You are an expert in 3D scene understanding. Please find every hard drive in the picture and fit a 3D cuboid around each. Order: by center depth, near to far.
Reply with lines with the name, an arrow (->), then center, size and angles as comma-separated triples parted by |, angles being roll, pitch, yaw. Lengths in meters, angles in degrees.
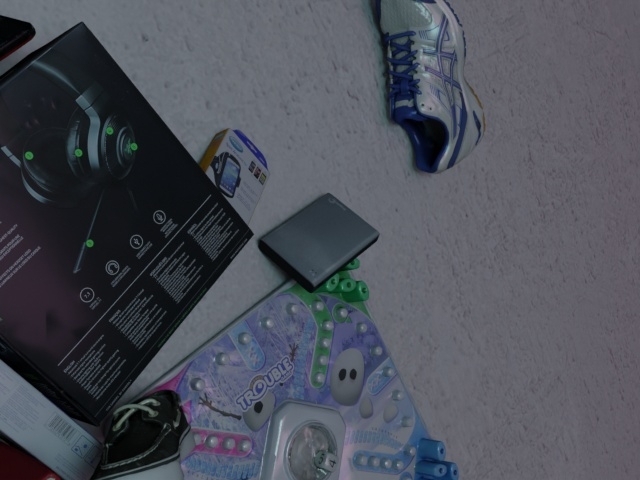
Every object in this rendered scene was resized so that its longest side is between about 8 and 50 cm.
hard drive -> 0.000, 0.000, 0.912 | 0.094, 0.022, 0.135 | 39, 50, 18

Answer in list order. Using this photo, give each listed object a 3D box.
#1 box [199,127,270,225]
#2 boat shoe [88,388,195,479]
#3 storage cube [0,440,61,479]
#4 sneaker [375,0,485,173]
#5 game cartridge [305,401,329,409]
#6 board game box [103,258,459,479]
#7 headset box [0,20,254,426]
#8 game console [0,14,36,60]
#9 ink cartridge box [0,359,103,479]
box -> -0.107, -0.069, 0.834 | 0.081, 0.028, 0.136 | 49, 39, -30
boat shoe -> -0.160, 0.177, 0.627 | 0.077, 0.219, 0.070 | -13, 87, -5
storage cube -> -0.274, 0.294, 0.572 | 0.215, 0.193, 0.184 | -42, 115, -34
sneaker -> 0.150, -0.237, 1.037 | 0.131, 0.112, 0.296 | -44, 116, -34
game cartridge -> -0.018, 0.249, 0.926 | 0.056, 0.017, 0.083 | 48, 58, -26
board game box -> -0.011, 0.267, 0.884 | 0.390, 0.050, 0.390 | -36, 108, -35
headset box -> -0.245, -0.020, 0.654 | 0.283, 0.131, 0.246 | 52, 57, -27
game console -> -0.342, -0.180, 0.595 | 0.144, 0.124, 0.085 | -48, 140, -26
ink cartridge box -> -0.287, 0.141, 0.631 | 0.207, 0.097, 0.046 | 53, 57, -28
